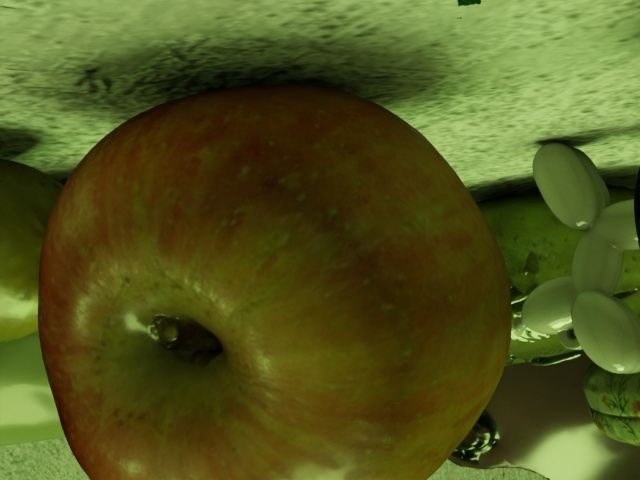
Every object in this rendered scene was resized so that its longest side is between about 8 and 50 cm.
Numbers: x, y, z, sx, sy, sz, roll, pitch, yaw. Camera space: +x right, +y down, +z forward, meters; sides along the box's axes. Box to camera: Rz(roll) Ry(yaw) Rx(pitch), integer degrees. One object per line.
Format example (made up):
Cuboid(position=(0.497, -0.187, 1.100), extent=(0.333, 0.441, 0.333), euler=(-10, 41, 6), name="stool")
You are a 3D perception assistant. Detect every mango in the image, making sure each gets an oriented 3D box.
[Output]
Cuboid(position=(-0.262, -0.002, 0.835), extent=(0.251, 0.114, 0.156), euler=(9, 176, -8), name="mango")

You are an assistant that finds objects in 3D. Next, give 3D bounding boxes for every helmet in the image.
Cuboid(position=(0.218, 0.091, 1.350), extent=(0.338, 0.197, 0.271), euler=(29, -145, 6), name="helmet")

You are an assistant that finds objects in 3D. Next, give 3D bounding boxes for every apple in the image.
Cuboid(position=(-0.021, 0.034, 0.753), extent=(0.242, 0.242, 0.241), euler=(-7, -173, 24), name="apple")

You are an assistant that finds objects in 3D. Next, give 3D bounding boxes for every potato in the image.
Cuboid(position=(0.189, 0.029, 1.160), extent=(0.248, 0.144, 0.169), euler=(-9, -174, 22), name="potato")

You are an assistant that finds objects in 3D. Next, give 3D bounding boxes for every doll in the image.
Cuboid(position=(0.199, 0.008, 0.947), extent=(0.161, 0.160, 0.059), euler=(-10, 171, 29), name="doll")

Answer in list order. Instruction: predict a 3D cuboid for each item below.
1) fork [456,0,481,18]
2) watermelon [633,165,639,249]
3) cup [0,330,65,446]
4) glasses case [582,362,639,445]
Cuboid(position=(0.056, -0.108, 0.507), extent=(0.039, 0.021, 0.235), euler=(-2, 173, 7), name="fork")
Cuboid(position=(0.238, -0.012, 0.674), extent=(0.214, 0.188, 0.188), euler=(-25, -171, -42), name="watermelon")
Cuboid(position=(-0.176, 0.084, 1.024), extent=(0.202, 0.173, 0.255), euler=(-8, 130, 1), name="cup")
Cuboid(position=(0.403, 0.057, 1.218), extent=(0.425, 0.098, 0.156), euler=(-26, -168, -28), name="glasses case")
